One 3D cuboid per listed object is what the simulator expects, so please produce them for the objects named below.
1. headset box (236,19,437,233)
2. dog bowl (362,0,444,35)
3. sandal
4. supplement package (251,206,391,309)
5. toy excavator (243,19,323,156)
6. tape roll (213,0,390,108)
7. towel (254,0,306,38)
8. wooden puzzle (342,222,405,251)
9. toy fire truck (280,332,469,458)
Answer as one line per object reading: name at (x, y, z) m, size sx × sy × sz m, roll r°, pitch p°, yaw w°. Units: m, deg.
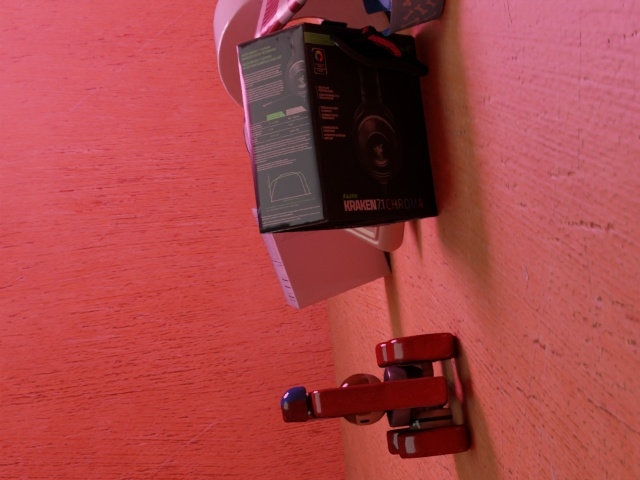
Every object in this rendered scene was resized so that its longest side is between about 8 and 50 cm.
headset box at (0.026, -0.159, 1.693) m, size 0.131 × 0.246 × 0.283 m, roll -10°, pitch 85°, yaw 41°
dog bowl at (0.100, -0.368, 1.597) m, size 0.297 × 0.074 × 0.166 m, roll -109°, pitch 13°, yaw -67°
sandal at (0.081, -0.256, 1.615) m, size 0.067 × 0.179 × 0.040 m, roll 50°, pitch 120°, yaw 35°
supplement package at (0.000, 0.000, 2.350) m, size 0.149 × 0.194 × 0.203 m, roll -171°, pitch 61°, yaw -79°
toy excavator at (0.006, -0.302, 2.366) m, size 0.445 × 0.222 × 0.433 m, roll -133°, pitch 34°, yaw -59°
tape roll at (-0.029, -0.321, 1.967) m, size 0.100 × 0.286 × 0.286 m, roll -103°, pitch 7°, yaw -46°
towel at (-0.010, -0.418, 1.685) m, size 0.329 × 0.037 × 0.237 m, roll 156°, pitch 129°, yaw -68°
wooden puzzle at (0.042, -0.119, 1.961) m, size 0.238 × 0.044 × 0.221 m, roll 24°, pitch 126°, yaw 31°
toy fire truck at (0.068, 0.232, 1.764) m, size 0.302 × 0.254 × 0.169 m, roll 113°, pitch 150°, yaw -81°
